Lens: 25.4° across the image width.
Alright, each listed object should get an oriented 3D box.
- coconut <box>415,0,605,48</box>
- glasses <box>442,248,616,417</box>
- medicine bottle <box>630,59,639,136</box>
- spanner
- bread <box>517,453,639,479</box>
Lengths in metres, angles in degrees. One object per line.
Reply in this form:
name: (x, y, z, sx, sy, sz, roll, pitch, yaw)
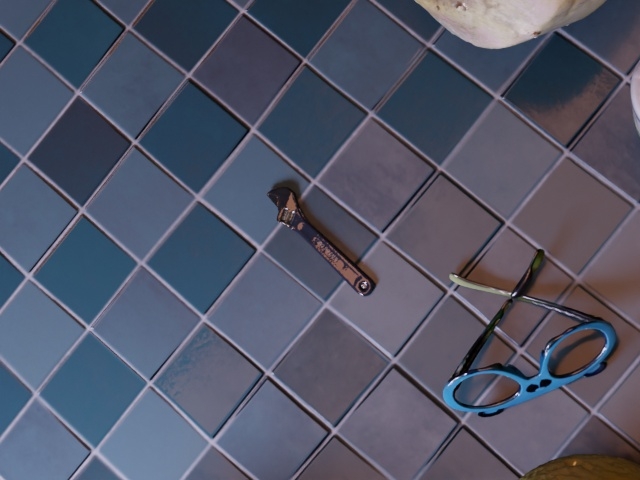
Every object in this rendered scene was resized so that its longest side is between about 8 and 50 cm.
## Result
coconut: (0.264, -0.427, 1.830, 0.353, 0.352, 0.352, -2, 82, 13)
glasses: (0.250, 0.112, 1.867, 0.239, 0.102, 0.206, -27, 78, 9)
medicine bottle: (0.460, -0.167, 1.783, 0.139, 0.237, 0.139, -2, 82, 12)
spanner: (0.000, 0.000, 1.989, 0.208, 0.012, 0.046, 44, 93, 15)
bread: (0.344, 0.410, 1.704, 0.320, 0.320, 0.237, 33, 115, 15)
